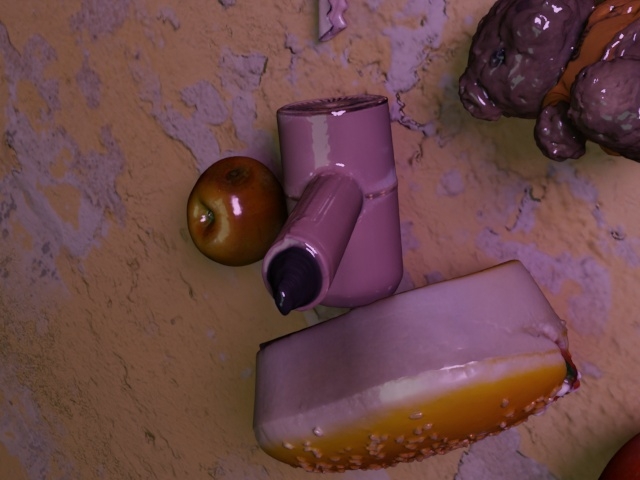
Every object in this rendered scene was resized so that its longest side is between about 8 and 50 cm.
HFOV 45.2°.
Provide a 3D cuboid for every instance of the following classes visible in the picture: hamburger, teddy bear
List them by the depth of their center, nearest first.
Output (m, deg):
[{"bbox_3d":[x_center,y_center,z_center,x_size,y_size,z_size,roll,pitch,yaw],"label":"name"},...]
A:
[{"bbox_3d":[0.195,-0.129,0.550,0.190,0.140,0.177,27,81,36],"label":"teddy bear"},{"bbox_3d":[0.073,0.122,0.672,0.295,0.227,0.151,-24,78,43],"label":"hamburger"}]

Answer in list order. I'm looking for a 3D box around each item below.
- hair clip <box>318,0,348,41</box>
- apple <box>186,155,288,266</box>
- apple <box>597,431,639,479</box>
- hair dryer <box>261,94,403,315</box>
[{"bbox_3d":[0.033,-0.278,0.660,0.072,0.034,0.226,45,130,17],"label":"hair clip"},{"bbox_3d":[-0.087,-0.029,0.806,0.099,0.102,0.114,20,118,31],"label":"apple"},{"bbox_3d":[0.293,0.228,0.584,0.181,0.181,0.168,48,135,11],"label":"apple"},{"bbox_3d":[0.000,0.000,0.609,0.107,0.344,0.189,-2,107,11],"label":"hair dryer"}]
